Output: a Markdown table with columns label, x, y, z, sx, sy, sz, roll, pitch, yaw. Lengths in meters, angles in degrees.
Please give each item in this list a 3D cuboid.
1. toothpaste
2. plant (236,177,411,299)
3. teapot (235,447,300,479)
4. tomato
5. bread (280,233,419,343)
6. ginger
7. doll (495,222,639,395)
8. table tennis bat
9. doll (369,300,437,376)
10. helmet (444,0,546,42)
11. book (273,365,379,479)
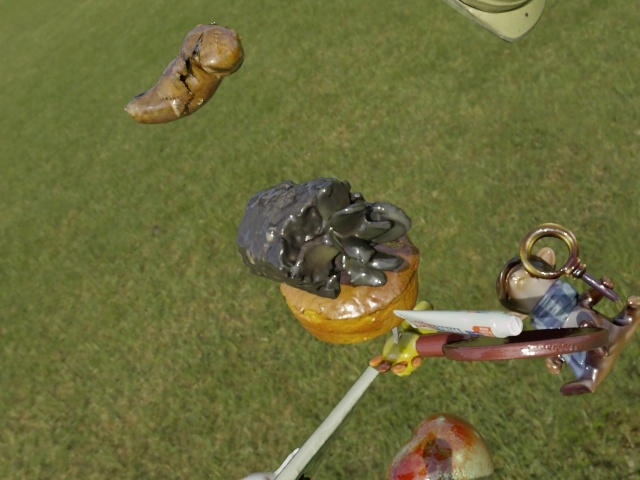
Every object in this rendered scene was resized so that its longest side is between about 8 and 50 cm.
| label | x | y | z | sx | sy | sz | roll | pitch | yaw |
| --- | --- | --- | --- | --- | --- | --- | --- | --- | --- |
| toothpaste | 0.177 | 0.106 | 0.997 | 0.218 | 0.052 | 0.033 | -6 | 53 | 59 |
| plant | 0.000 | 0.000 | 1.311 | 0.276 | 0.199 | 0.188 | 4 | 70 | 39 |
| teapot | -0.079 | 0.504 | 1.497 | 0.298 | 0.204 | 0.139 | 135 | 149 | -56 |
| tomato | 0.273 | 0.532 | 1.724 | 0.222 | 0.270 | 0.270 | 33 | 64 | 14 |
| bread | 0.073 | 0.081 | 1.626 | 0.312 | 0.172 | 0.312 | -14 | 37 | 11 |
| ginger | -0.226 | -0.292 | 1.346 | 0.309 | 0.107 | 0.133 | -26 | 30 | 51 |
| doll | 0.553 | 0.157 | 1.742 | 0.340 | 0.209 | 0.318 | 44 | 112 | 34 |
| table tennis bat | 0.329 | 0.188 | 1.403 | 0.268 | 0.051 | 0.414 | -4 | -5 | -35 |
| doll | 0.216 | 0.255 | 1.892 | 0.143 | 0.135 | 0.221 | -2 | 32 | 38 |
| helmet | 0.210 | -0.368 | 0.874 | 0.137 | 0.257 | 0.204 | -21 | 44 | 60 |
| book | -0.050 | 0.355 | 1.086 | 0.379 | 0.031 | 0.264 | -37 | -22 | -56 |
